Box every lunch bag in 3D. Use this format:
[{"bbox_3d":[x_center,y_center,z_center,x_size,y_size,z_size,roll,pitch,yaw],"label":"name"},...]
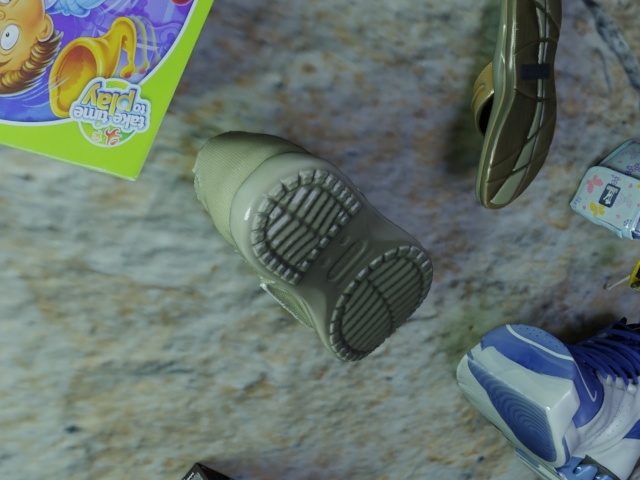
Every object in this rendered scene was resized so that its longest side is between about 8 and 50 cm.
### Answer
[{"bbox_3d":[0.271,-0.042,0.837,0.083,0.071,0.053,-38,129,-12],"label":"lunch bag"}]

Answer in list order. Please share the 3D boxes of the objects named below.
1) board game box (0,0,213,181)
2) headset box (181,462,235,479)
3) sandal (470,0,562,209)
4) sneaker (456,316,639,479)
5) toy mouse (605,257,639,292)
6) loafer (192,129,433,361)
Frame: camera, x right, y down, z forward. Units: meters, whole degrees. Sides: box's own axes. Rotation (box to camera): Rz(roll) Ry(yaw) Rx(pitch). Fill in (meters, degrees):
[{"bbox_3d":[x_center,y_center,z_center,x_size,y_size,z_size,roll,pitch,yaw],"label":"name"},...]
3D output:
[{"bbox_3d":[-0.195,-0.183,0.406,0.347,0.078,0.233,15,105,-41],"label":"board game box"},{"bbox_3d":[-0.066,0.213,0.724,0.032,0.083,0.062,-51,132,0],"label":"headset box"},{"bbox_3d":[0.140,-0.114,0.720,0.072,0.049,0.180,-5,103,-41],"label":"sandal"},{"bbox_3d":[0.252,0.133,0.901,0.182,0.127,0.315,-48,140,-9],"label":"sneaker"},{"bbox_3d":[0.332,-0.014,0.872,0.031,0.161,0.143,26,84,-4],"label":"toy mouse"},{"bbox_3d":[0.000,0.000,0.651,0.102,0.092,0.268,-42,149,-4],"label":"loafer"}]
